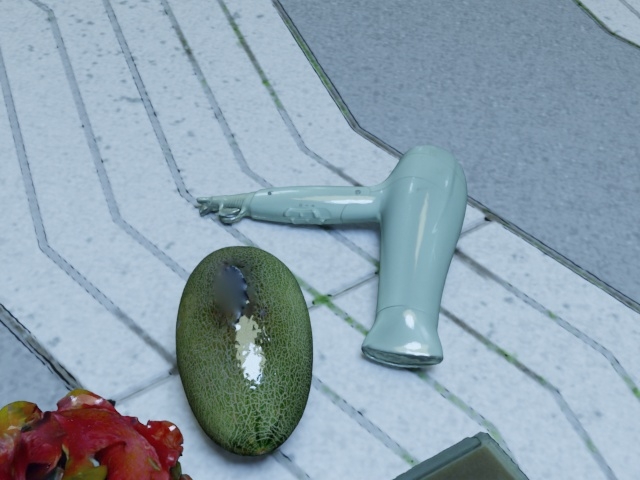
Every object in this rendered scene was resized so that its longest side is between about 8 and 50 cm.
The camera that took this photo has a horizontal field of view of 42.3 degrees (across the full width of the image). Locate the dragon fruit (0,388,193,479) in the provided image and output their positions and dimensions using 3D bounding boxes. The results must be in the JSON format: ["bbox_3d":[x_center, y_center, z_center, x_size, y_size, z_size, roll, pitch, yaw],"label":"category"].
[{"bbox_3d":[-0.143,0.163,0.473,0.133,0.207,0.150,-12,92,-2],"label":"dragon fruit"}]

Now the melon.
[{"bbox_3d":[-0.054,0.076,0.591,0.099,0.099,0.162,-1,50,-9],"label":"melon"}]

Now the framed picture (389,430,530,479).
[{"bbox_3d":[0.121,0.251,0.481,0.209,0.019,0.281,-15,50,-34],"label":"framed picture"}]

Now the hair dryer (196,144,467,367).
[{"bbox_3d":[0.000,0.000,0.706,0.237,0.075,0.206,9,52,10],"label":"hair dryer"}]
